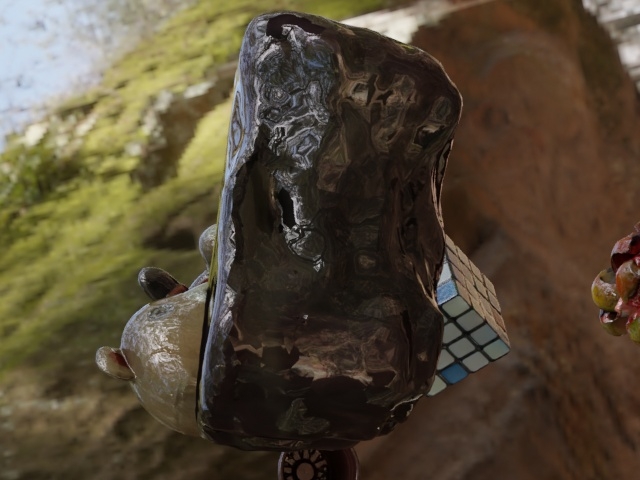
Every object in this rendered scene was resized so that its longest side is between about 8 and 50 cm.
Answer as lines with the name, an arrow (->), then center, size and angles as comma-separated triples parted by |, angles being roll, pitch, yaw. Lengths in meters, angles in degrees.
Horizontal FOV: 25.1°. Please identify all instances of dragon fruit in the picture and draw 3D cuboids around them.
dragon fruit -> 0.492, 0.037, 1.875 | 0.227, 0.307, 0.243 | -62, -35, -30

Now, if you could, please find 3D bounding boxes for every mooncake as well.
mooncake -> 0.000, 0.000, 1.280 | 0.350, 0.212, 0.381 | 170, 110, -78

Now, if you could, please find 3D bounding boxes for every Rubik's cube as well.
Rubik's cube -> 0.168, 0.109, 2.126 | 0.155, 0.154, 0.151 | 44, -158, -33

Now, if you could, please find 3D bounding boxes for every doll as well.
doll -> -0.118, 0.110, 1.695 | 0.330, 0.235, 0.174 | -59, -12, -62

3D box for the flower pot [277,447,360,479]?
flower pot -> -0.011, 0.301, 1.877 | 0.089, 0.111, 0.111 | 147, 113, -74
